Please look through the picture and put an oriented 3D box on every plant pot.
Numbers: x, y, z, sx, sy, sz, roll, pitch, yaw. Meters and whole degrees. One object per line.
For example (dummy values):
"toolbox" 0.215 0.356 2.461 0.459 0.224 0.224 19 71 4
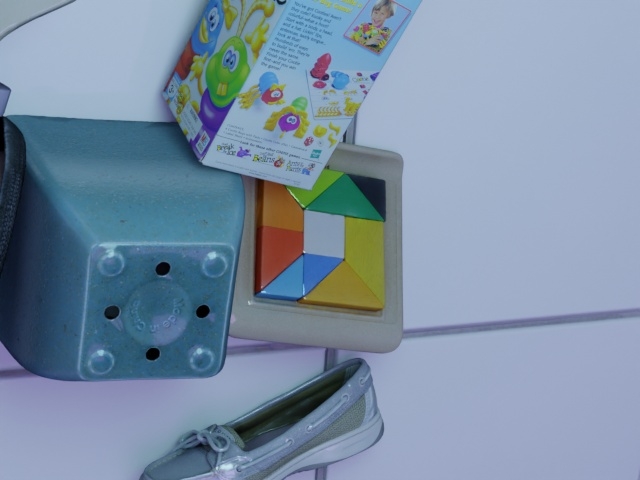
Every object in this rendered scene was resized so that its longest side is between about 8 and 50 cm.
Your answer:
"plant pot" -0.198 0.027 1.453 0.247 0.252 0.248 0 111 -23

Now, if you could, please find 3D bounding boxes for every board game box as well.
"board game box" -0.027 -0.213 1.443 0.144 0.142 0.275 13 120 -35

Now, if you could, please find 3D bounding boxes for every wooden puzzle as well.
"wooden puzzle" 0.000 0.000 1.586 0.221 0.044 0.239 8 77 -25

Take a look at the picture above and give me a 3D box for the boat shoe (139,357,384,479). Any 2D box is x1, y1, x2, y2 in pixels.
"boat shoe" -0.074 0.236 1.673 0.320 0.118 0.103 -17 111 -19

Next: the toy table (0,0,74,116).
"toy table" -0.359 -0.217 1.289 0.252 0.274 0.161 18 96 -14

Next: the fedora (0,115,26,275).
"fedora" -0.401 0.024 1.350 0.152 0.334 0.334 17 104 -19
